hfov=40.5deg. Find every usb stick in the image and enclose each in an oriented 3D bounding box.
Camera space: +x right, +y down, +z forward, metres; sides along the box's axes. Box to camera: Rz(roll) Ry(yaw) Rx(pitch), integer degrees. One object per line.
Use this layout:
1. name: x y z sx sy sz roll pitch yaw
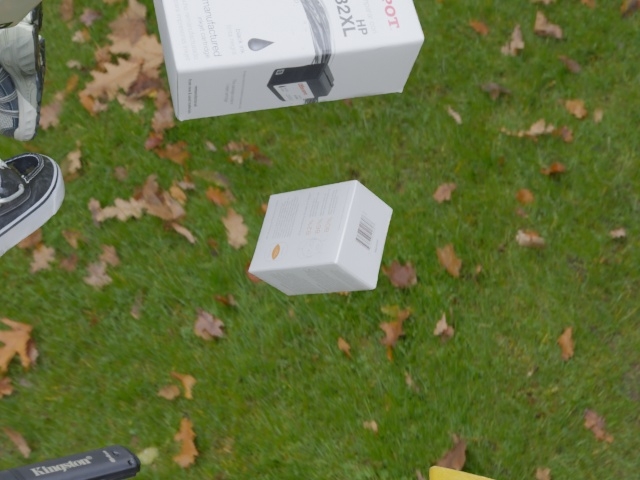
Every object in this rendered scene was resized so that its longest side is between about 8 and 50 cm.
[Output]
1. usb stick: -0.400 0.356 1.297 0.077 0.278 0.045 17 103 42

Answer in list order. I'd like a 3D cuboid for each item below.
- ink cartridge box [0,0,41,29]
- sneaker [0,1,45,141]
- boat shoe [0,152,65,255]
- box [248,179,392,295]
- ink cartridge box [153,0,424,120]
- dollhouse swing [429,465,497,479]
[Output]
1. ink cartridge box: -0.268 -0.141 0.476 0.188 0.255 0.097 -29 99 -40
2. sneaker: -0.389 -0.213 1.018 0.122 0.283 0.110 4 65 -15
3. boat shoe: -0.390 -0.052 0.994 0.108 0.102 0.301 5 29 12
4. box: 0.000 0.000 1.238 0.170 0.091 0.130 -7 60 42
5. ink cartridge box: -0.050 -0.296 1.104 0.307 0.129 0.223 -10 71 -13
6. dollhouse swing: 0.258 0.396 0.710 0.315 0.347 0.305 2 69 44
